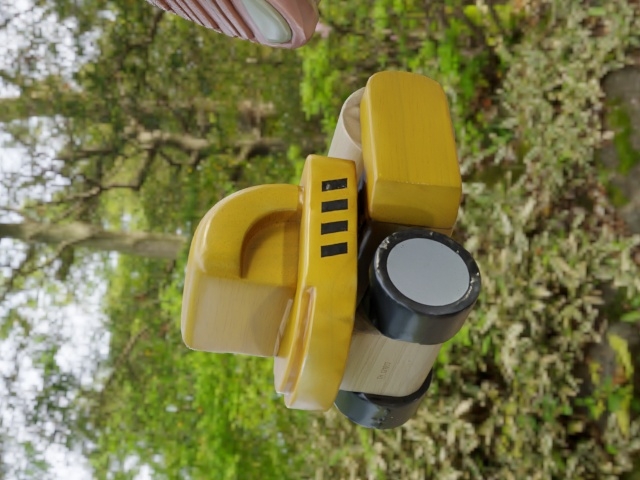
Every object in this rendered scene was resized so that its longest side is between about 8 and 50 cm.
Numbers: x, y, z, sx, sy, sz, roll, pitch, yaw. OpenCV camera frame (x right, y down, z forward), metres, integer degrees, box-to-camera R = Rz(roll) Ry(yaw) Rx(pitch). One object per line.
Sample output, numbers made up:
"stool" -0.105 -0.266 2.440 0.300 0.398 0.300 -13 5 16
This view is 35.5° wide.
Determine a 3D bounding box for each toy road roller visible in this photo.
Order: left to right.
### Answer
"toy road roller" 0.000 0.000 0.934 0.202 0.241 0.329 108 167 -49

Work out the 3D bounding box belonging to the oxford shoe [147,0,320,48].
"oxford shoe" -0.131 -0.260 0.597 0.146 0.397 0.140 -49 -18 -6
